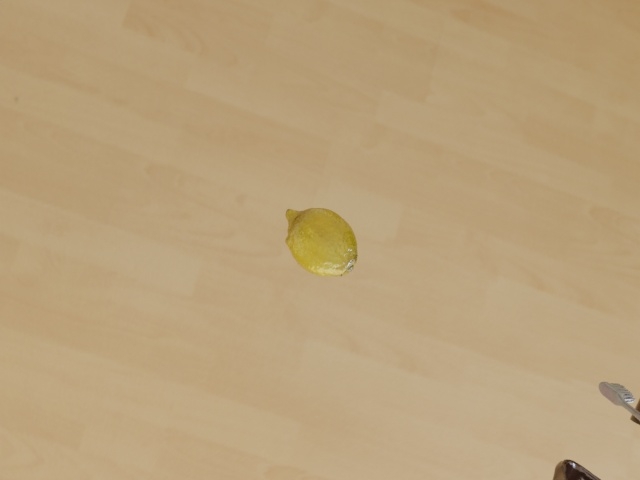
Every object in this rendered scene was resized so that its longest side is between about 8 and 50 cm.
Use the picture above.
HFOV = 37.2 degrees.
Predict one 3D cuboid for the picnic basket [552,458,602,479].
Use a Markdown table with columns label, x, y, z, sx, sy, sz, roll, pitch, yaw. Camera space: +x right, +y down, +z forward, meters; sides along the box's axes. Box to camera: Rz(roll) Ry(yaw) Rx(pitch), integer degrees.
| label | x | y | z | sx | sy | sz | roll | pitch | yaw |
| --- | --- | --- | --- | --- | --- | --- | --- | --- | --- |
| picnic basket | 0.376 | 0.431 | 1.171 | 0.297 | 0.222 | 0.129 | 37 | 107 | 0 |

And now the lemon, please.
| label | x | y | z | sx | sy | sz | roll | pitch | yaw |
| --- | --- | --- | --- | --- | --- | --- | --- | --- | --- |
| lemon | 0.000 | 0.000 | 0.943 | 0.092 | 0.065 | 0.065 | 41 | 65 | 18 |

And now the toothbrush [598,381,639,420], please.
| label | x | y | z | sx | sy | sz | roll | pitch | yaw |
| --- | --- | --- | --- | --- | --- | --- | --- | --- | --- |
| toothbrush | 0.477 | 0.268 | 1.261 | 0.029 | 0.354 | 0.024 | -4 | 109 | -16 |

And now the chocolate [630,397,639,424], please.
| label | x | y | z | sx | sy | sz | roll | pitch | yaw |
| --- | --- | --- | --- | --- | --- | --- | --- | --- | --- |
| chocolate | 0.564 | 0.264 | 1.463 | 0.125 | 0.148 | 0.080 | 13 | 90 | -10 |
